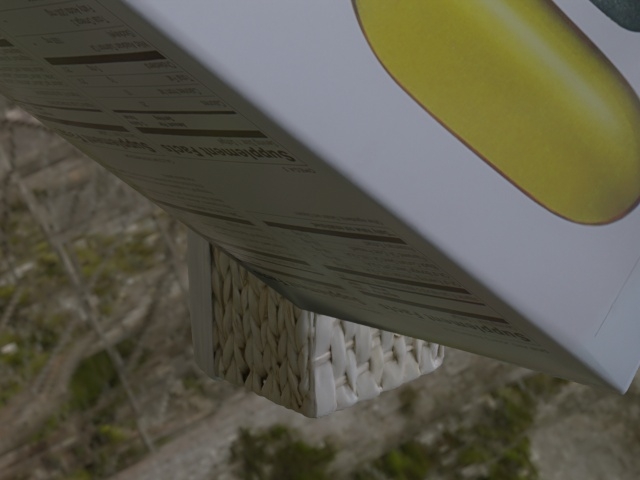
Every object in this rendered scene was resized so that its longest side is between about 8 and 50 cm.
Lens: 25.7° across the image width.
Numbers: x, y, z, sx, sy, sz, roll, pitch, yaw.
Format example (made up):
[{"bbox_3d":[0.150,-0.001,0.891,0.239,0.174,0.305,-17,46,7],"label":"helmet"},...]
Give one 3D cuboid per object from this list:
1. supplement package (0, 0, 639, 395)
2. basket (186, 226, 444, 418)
[{"bbox_3d":[0.001,-0.110,0.470,0.263,0.199,0.198,37,-14,-30],"label":"supplement package"},{"bbox_3d":[0.000,0.000,0.765,0.103,0.113,0.167,24,-56,46],"label":"basket"}]
